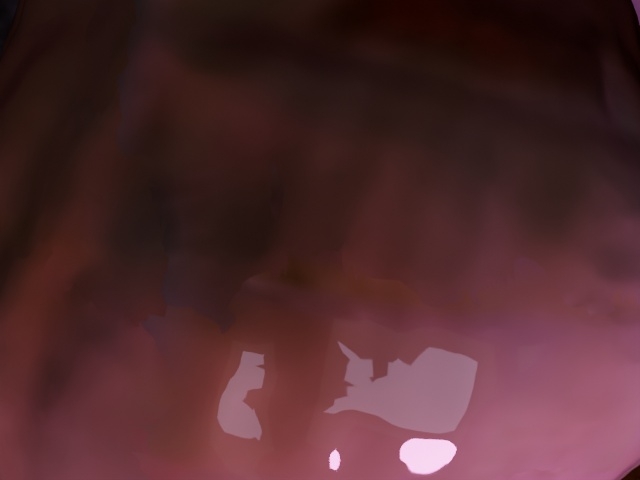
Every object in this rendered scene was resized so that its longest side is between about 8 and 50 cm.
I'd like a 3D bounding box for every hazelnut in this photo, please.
[{"bbox_3d":[0.000,0.000,0.575,0.261,0.261,0.241,-23,159,11],"label":"hazelnut"}]

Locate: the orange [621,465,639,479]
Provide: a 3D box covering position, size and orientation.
[{"bbox_3d":[0.071,0.190,0.695,0.274,0.274,0.274,-2,126,-3],"label":"orange"}]
